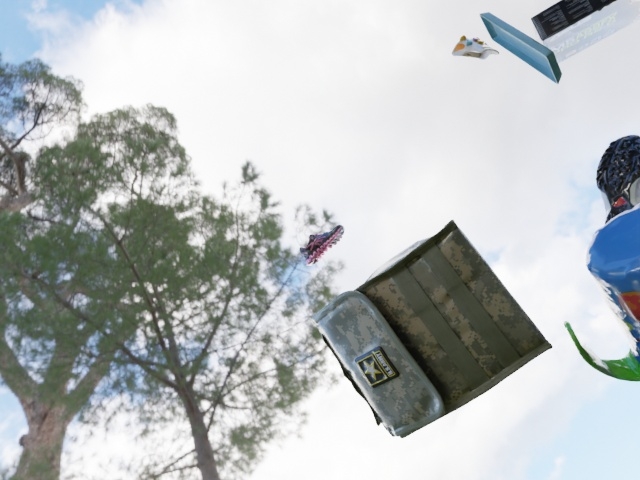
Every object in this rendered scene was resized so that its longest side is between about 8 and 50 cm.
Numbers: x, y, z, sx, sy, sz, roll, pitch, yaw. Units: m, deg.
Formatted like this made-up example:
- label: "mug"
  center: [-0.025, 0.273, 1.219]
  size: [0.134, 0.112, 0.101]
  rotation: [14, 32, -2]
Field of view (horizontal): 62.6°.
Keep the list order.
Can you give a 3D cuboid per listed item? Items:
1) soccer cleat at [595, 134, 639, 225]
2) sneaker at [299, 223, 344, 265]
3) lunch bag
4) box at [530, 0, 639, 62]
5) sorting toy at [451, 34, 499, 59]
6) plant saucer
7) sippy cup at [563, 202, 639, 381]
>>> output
- label: "soccer cleat"
  center: [0.675, -0.082, 1.138]
  size: [0.116, 0.318, 0.109]
  rotation: [30, -31, -32]
- label: "sneaker"
  center: [0.000, 0.000, 1.157]
  size: [0.119, 0.057, 0.047]
  rotation: [-43, -22, 12]
- label: "lunch bag"
  center: [0.154, 0.142, 0.820]
  size: [0.287, 0.169, 0.235]
  rotation: [-36, -97, 7]
- label: "box"
  center: [0.594, -0.484, 1.106]
  size: [0.270, 0.060, 0.216]
  rotation: [-26, -10, 24]
- label: "sorting toy"
  center: [0.342, -0.411, 1.131]
  size: [0.083, 0.075, 0.044]
  rotation: [-5, -61, -29]
- label: "plant saucer"
  center: [0.333, -0.327, 0.877]
  size: [0.018, 0.192, 0.067]
  rotation: [-41, -45, 12]
- label: "sippy cup"
  center: [0.522, 0.064, 0.769]
  size: [0.224, 0.240, 0.305]
  rotation: [46, -105, -13]
